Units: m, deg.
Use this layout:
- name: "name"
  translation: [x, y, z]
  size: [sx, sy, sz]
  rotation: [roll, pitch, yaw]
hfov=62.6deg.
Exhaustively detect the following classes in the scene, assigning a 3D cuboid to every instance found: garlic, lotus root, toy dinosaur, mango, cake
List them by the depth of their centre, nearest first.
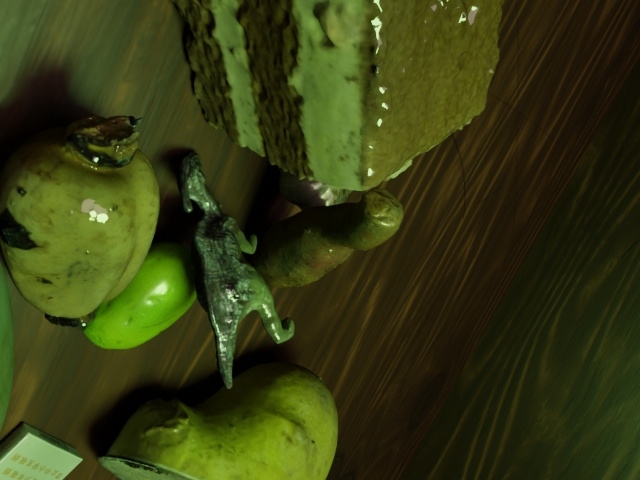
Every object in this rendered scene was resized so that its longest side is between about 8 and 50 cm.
- name: "lotus root"
  translation: [-0.248, -0.022, 0.534]
  size: [0.154, 0.140, 0.257]
  rotation: [-29, 149, -56]
- name: "cake"
  translation: [0.020, -0.227, 0.587]
  size: [0.255, 0.290, 0.282]
  rotation: [-38, 145, -26]
- name: "toy dinosaur"
  translation: [-0.124, 0.032, 0.682]
  size: [0.077, 0.294, 0.162]
  rotation: [-28, 167, 13]
- name: "mango"
  translation: [-0.228, 0.072, 0.690]
  size: [0.163, 0.089, 0.117]
  rotation: [-46, 155, 2]
- name: "garlic"
  translation: [-0.002, -0.115, 0.813]
  size: [0.147, 0.102, 0.159]
  rotation: [16, 92, -42]

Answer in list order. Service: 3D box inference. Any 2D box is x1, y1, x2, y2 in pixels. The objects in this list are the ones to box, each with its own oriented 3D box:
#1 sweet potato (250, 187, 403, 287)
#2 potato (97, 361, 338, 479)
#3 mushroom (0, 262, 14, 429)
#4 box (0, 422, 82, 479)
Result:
- name: "sweet potato"
  translation: [0.000, 0.000, 0.729]
  size: [0.109, 0.385, 0.109]
  rotation: [8, 73, -28]
- name: "potato"
  translation: [-0.142, 0.324, 0.923]
  size: [0.397, 0.290, 0.296]
  rotation: [38, 50, -21]
- name: "mushroom"
  translation: [-0.359, 0.092, 0.337]
  size: [0.352, 0.260, 0.352]
  rotation: [-174, -90, -88]
- name: "box"
  translation: [-0.435, 0.349, 0.684]
  size: [0.220, 0.032, 0.122]
  rotation: [-46, 145, -20]
